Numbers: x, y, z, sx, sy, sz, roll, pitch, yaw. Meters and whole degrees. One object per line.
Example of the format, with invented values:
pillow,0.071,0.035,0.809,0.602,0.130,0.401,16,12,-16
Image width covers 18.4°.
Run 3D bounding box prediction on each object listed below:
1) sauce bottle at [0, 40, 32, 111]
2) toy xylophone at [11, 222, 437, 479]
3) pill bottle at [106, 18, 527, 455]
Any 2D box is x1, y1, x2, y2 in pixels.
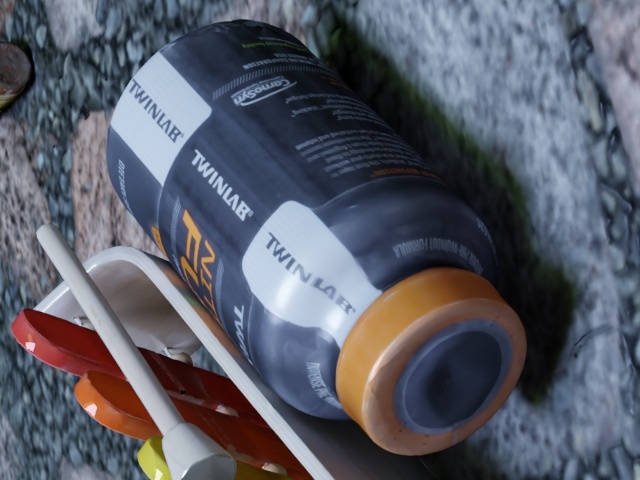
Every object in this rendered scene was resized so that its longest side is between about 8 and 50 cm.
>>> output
sauce bottle,-0.251,-0.106,1.453,0.128,0.042,0.042,-34,65,58
toy xylophone,-0.044,0.101,0.983,0.081,0.236,0.322,-53,41,11
pill bottle,0.000,0.000,0.968,0.245,0.130,0.130,47,133,45
